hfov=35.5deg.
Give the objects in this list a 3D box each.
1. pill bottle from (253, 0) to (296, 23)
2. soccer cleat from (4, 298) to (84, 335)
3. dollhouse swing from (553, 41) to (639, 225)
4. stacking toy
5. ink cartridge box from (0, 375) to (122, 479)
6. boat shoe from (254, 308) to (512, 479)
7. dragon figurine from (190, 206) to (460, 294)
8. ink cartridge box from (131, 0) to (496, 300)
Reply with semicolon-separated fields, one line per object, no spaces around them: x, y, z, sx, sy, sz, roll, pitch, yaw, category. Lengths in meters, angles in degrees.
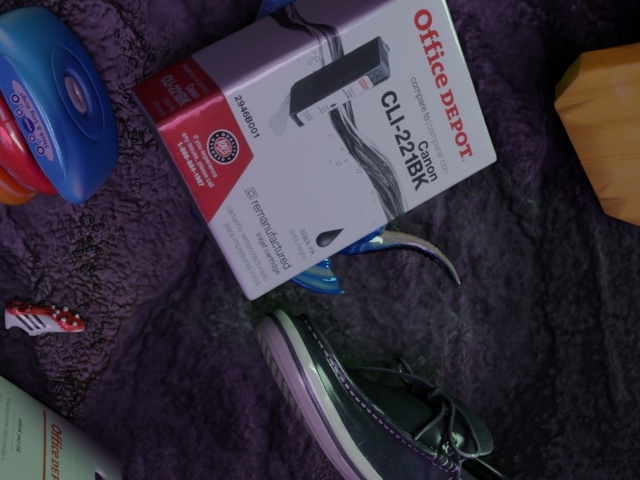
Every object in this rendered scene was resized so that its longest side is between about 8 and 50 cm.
-0.018;-0.214;0.967;0.087;0.087;0.160;15;109;-19;pill bottle
-0.294;0.087;1.060;0.083;0.029;0.035;14;117;-16;soccer cleat
0.460;-0.198;1.051;0.347;0.305;0.315;47;61;-47;dollhouse swing
-0.356;-0.084;0.921;0.302;0.166;0.175;-19;107;11;stacking toy
-0.364;0.219;0.997;0.119;0.207;0.353;-46;115;6;ink cartridge box
0.100;0.227;1.139;0.156;0.187;0.500;-41;121;0;boat shoe
0.000;0.000;1.063;0.289;0.085;0.144;31;102;-23;dragon figurine
0.000;-0.105;0.907;0.273;0.114;0.197;-30;122;-8;ink cartridge box
